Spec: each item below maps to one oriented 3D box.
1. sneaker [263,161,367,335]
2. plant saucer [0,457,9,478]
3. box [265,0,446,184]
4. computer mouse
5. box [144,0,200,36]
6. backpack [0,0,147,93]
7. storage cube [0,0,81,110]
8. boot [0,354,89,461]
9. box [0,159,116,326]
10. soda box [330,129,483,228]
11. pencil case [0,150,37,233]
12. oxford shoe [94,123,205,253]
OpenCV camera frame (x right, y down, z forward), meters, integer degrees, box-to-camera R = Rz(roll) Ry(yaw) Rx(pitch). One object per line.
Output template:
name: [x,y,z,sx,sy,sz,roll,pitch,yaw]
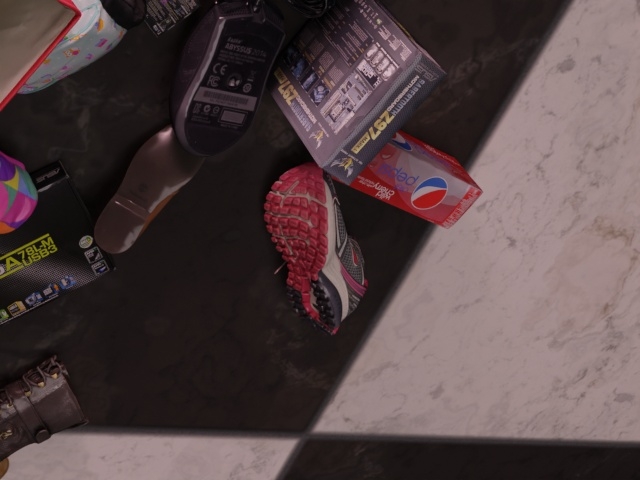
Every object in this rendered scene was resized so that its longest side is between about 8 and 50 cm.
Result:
sneaker: [0.000,0.000,1.741,0.112,0.121,0.299,-44,145,-30]
plant saucer: [-0.510,0.339,1.783,0.083,0.015,0.083,-17,134,-18]
box: [0.034,-0.204,1.478,0.059,0.232,0.183,31,107,-38]
computer mouse: [-0.110,-0.235,1.488,0.189,0.072,0.272,11,113,-46]
box: [-0.192,-0.293,1.418,0.067,0.018,0.083,-36,137,2]
backpack: [-0.291,-0.244,1.310,0.182,0.115,0.152,-28,168,5]
storage cube: [-0.396,-0.244,1.181,0.215,0.193,0.184,-45,151,12]
boot: [-0.465,0.232,1.680,0.229,0.091,0.263,-33,141,-11]
box: [-0.385,0.009,1.548,0.191,0.045,0.184,-27,139,-10]
soda box: [0.110,-0.105,1.714,0.263,0.092,0.083,22,114,-41]
pencil case: [-0.420,-0.084,1.361,0.104,0.104,0.236,-37,156,2]
oxford shoe: [-0.221,-0.077,1.565,0.076,0.076,0.212,40,90,-4]
